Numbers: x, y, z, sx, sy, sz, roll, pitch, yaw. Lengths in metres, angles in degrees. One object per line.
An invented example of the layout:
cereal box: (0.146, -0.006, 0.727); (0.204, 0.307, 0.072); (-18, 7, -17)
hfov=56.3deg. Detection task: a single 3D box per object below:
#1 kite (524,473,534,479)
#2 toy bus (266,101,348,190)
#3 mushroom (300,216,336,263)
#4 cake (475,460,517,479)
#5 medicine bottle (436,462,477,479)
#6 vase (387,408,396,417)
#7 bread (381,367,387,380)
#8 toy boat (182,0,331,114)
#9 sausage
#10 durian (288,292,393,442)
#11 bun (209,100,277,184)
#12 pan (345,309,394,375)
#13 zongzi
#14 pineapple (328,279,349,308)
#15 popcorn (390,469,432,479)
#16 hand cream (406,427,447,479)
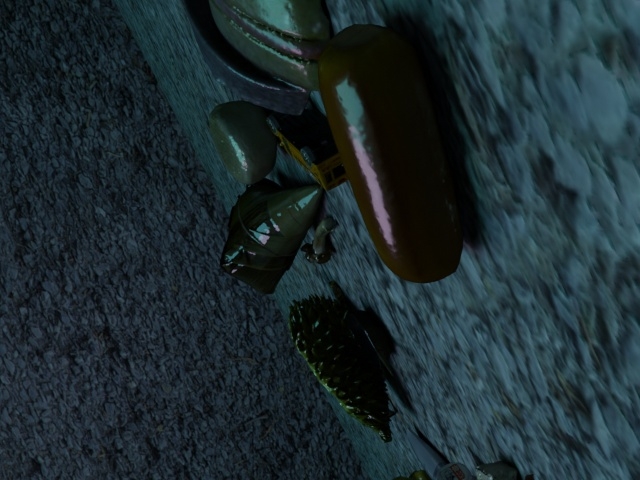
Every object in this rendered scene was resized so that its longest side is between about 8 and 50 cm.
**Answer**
kite: (0.298, 0.374, 0.760); (0.141, 0.015, 0.245); (9, 133, 26)
toy bus: (-0.013, -0.144, 0.874); (0.162, 0.069, 0.074); (49, 165, 43)
mushroom: (0.000, 0.000, 1.195); (0.060, 0.061, 0.187); (54, 162, 15)
cake: (0.274, 0.397, 0.892); (0.065, 0.051, 0.121); (123, 136, -70)
medicine bottle: (0.266, 0.496, 1.074); (0.219, 0.115, 0.078); (67, 168, -24)
vase: (0.131, 0.389, 1.547); (0.167, 0.059, 0.059); (58, 168, 18)
bread: (0.110, 0.286, 1.428); (0.129, 0.044, 0.126); (52, 153, 34)
toy boat: (-0.081, -0.292, 0.749); (0.276, 0.111, 0.293); (53, 158, 2)
sausage: (0.075, -0.074, 0.588); (0.105, 0.105, 0.275); (42, 158, 57)
durian: (0.037, 0.291, 1.359); (0.394, 0.163, 0.198); (54, 147, 11)
bun: (-0.144, -0.204, 1.186); (0.173, 0.113, 0.167); (60, 161, 11)
pan: (0.121, 0.218, 1.206); (0.202, 0.048, 0.128); (52, 167, 44)
zongzi: (-0.075, -0.086, 1.256); (0.154, 0.317, 0.289); (27, -143, -24)
pineapple: (0.041, 0.126, 1.406); (0.083, 0.019, 0.045); (60, 172, 17)
popcorn: (0.237, 0.648, 1.292); (0.241, 0.235, 0.250); (30, -177, 1)
hand cream: (0.253, 0.497, 1.313); (0.080, 0.048, 0.255); (67, 171, -15)
